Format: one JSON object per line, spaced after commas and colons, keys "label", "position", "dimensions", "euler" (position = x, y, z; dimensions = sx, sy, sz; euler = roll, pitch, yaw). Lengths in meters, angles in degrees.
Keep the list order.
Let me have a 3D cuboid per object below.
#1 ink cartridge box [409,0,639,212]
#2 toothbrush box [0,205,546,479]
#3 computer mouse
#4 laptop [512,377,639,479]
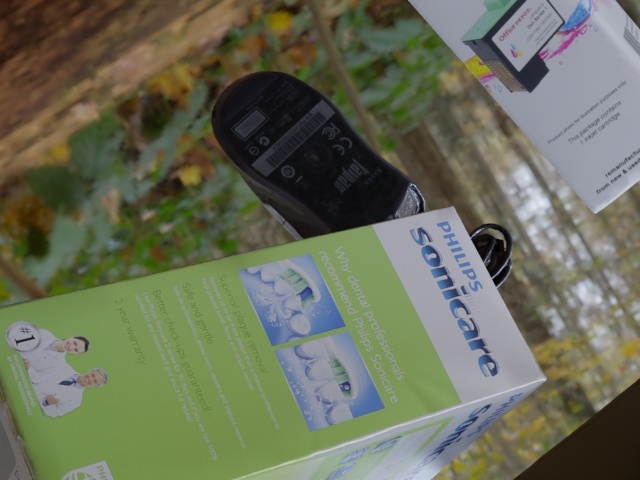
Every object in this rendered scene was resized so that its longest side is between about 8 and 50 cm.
{"label": "ink cartridge box", "position": [0.201, -0.185, 1.182], "dimensions": [0.117, 0.278, 0.201], "euler": [-40, -175, 21]}
{"label": "toothbrush box", "position": [-0.055, 0.104, 0.731], "dimensions": [0.283, 0.122, 0.206], "euler": [-14, 156, -32]}
{"label": "computer mouse", "position": [0.000, 0.000, 1.018], "dimensions": [0.184, 0.262, 0.060], "euler": [-51, 174, -24]}
{"label": "laptop", "position": [0.216, 0.295, 0.815], "dimensions": [0.236, 0.408, 0.382], "euler": [-9, -160, 10]}
